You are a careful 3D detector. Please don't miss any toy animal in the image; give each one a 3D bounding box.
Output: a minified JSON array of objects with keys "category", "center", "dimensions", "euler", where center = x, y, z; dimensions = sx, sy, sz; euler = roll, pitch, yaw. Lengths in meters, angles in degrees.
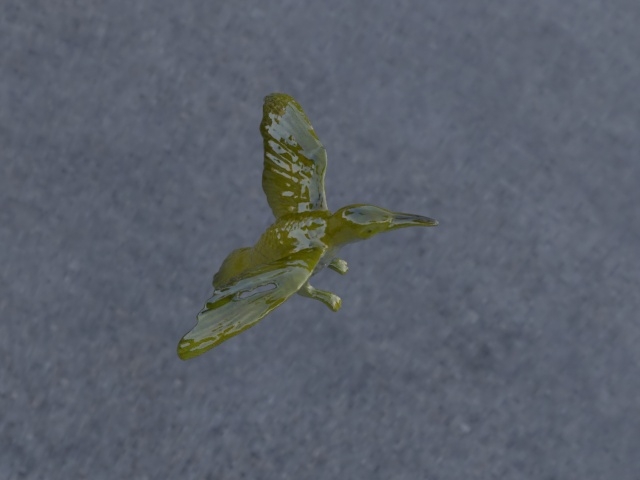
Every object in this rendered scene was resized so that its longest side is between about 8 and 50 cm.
[{"category":"toy animal","center":[0.000,0.000,0.960],"dimensions":[0.155,0.095,0.219],"euler":[4,55,5]}]
